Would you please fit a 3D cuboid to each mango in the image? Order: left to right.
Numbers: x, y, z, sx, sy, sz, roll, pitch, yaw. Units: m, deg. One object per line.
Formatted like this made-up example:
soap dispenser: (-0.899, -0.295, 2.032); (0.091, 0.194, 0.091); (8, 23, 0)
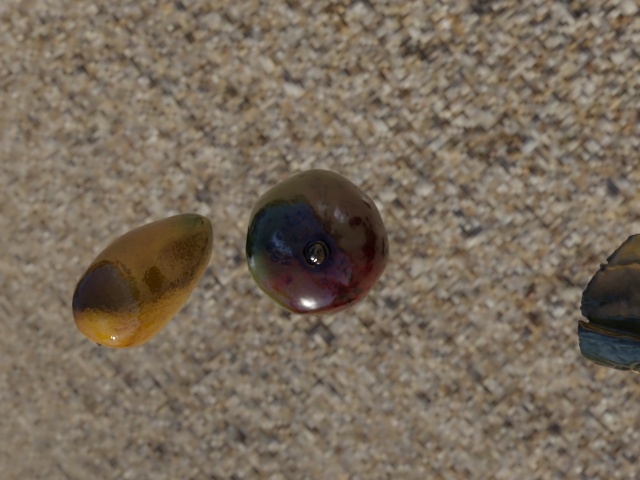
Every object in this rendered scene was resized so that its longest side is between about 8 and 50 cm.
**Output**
mango: (-0.169, 0.039, 1.370); (0.089, 0.165, 0.115); (33, 128, 12)

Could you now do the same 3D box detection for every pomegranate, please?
pomegranate: (0.003, 0.007, 1.280); (0.129, 0.129, 0.159); (35, -175, 24)

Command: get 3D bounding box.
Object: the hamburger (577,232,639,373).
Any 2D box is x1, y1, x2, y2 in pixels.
hamburger: (0.389, 0.028, 1.188); (0.209, 0.330, 0.162); (40, 165, 35)
